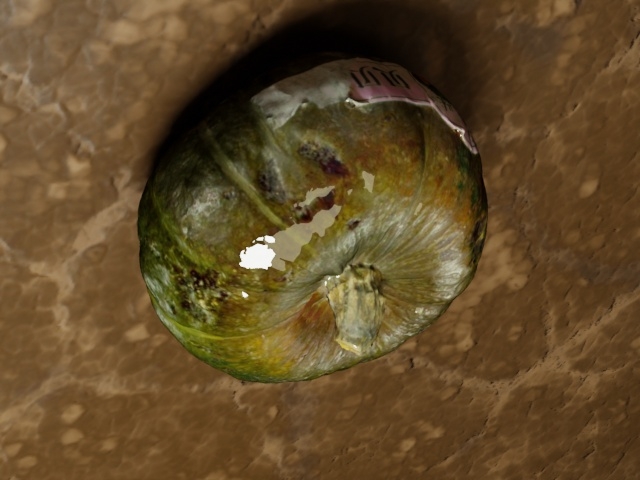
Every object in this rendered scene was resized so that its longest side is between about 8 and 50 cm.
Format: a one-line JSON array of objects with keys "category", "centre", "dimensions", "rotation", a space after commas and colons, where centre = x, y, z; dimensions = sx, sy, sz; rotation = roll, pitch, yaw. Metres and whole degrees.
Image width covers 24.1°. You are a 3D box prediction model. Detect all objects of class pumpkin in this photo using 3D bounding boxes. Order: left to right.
[{"category": "pumpkin", "centre": [0.001, 0.002, 1.051], "dimensions": [0.260, 0.189, 0.260], "rotation": [-16, 136, -15]}]
